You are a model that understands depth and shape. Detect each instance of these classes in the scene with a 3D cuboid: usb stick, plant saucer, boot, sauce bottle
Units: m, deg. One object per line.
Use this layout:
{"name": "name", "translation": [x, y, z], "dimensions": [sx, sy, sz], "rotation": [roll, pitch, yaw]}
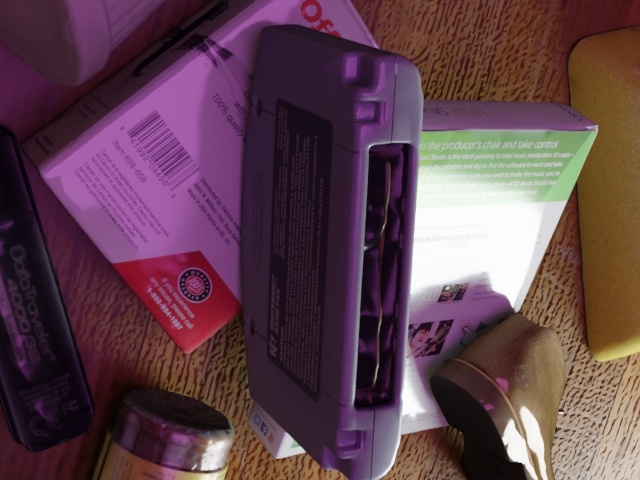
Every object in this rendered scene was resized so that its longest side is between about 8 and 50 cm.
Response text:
{"name": "usb stick", "translation": [-0.252, 0.041, 1.077], "dimensions": [0.077, 0.045, 0.278], "rotation": [-21, 111, -22]}
{"name": "plant saucer", "translation": [0.416, -0.058, 1.285], "dimensions": [0.333, 0.081, 0.333], "rotation": [-14, 109, -18]}
{"name": "boot", "translation": [0.194, 0.184, 1.219], "dimensions": [0.115, 0.112, 0.305], "rotation": [-44, 141, -21]}
{"name": "sauce bottle", "translation": [-0.173, 0.303, 1.146], "dimensions": [0.111, 0.111, 0.344], "rotation": [15, 101, -24]}

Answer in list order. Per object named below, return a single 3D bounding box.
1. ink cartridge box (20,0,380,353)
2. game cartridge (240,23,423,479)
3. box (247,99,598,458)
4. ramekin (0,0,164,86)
{"name": "ink cartridge box", "translation": [-0.072, -0.076, 1.073], "dimensions": [0.273, 0.114, 0.197], "rotation": [-38, 115, -7]}
{"name": "game cartridge", "translation": [0.000, 0.000, 0.948], "dimensions": [0.062, 0.198, 0.297], "rotation": [-3, 107, -21]}
{"name": "box", "translation": [0.085, 0.031, 1.115], "dimensions": [0.232, 0.058, 0.322], "rotation": [-3, 126, -38]}
{"name": "ramekin", "translation": [-0.197, -0.252, 0.903], "dimensions": [0.127, 0.273, 0.273], "rotation": [-39, 115, -19]}
